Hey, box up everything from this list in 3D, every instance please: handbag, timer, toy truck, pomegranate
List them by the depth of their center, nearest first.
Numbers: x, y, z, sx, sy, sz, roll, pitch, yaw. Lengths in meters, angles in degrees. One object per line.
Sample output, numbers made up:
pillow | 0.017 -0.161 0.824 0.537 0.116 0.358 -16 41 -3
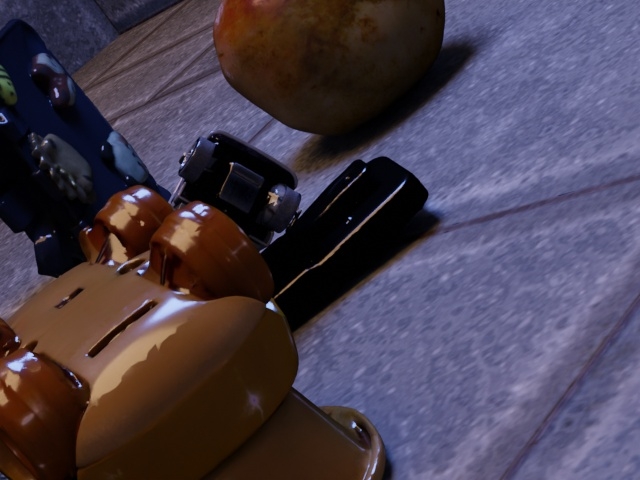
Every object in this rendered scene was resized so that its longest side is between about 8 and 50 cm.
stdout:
toy truck | -0.108 0.102 1.070 0.204 0.211 0.288 -40 19 -17
toy truck | -0.115 0.041 1.367 0.253 0.114 0.124 -65 13 -22
timer | 0.000 0.000 1.427 0.187 0.055 0.144 -42 14 -1
pomegranate | 0.007 -0.236 1.823 0.252 0.229 0.270 -50 7 -19
handbag | -0.312 -0.091 1.925 0.122 0.303 0.329 -37 15 10

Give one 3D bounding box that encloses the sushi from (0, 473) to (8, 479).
sushi | -0.432 0.209 1.653 0.296 0.100 0.373 2 15 -8
